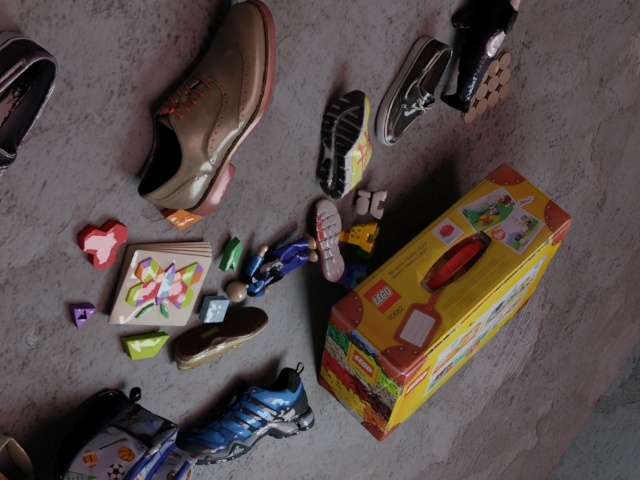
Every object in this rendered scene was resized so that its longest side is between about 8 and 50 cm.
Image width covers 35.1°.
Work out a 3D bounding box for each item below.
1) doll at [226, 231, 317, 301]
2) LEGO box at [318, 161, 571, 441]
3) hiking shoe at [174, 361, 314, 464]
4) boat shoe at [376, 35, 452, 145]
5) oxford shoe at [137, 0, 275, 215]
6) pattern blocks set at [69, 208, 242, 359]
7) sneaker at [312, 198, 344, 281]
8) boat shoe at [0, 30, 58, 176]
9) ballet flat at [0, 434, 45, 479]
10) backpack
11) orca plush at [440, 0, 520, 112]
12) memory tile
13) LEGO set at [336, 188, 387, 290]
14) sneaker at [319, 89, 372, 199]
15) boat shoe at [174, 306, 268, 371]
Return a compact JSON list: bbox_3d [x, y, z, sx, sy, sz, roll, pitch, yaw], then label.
[{"bbox_3d":[-0.093,0.051,1.846,0.189,0.046,0.129,-32,144,-22],"label":"doll"},{"bbox_3d":[0.246,0.133,2.085,0.500,0.193,0.372,-39,159,-24],"label":"LEGO box"},{"bbox_3d":[-0.158,0.338,1.960,0.304,0.113,0.132,-16,97,-35],"label":"hiking shoe"},{"bbox_3d":[0.176,-0.274,1.898,0.078,0.070,0.219,10,108,-51],"label":"boat shoe"},{"bbox_3d":[-0.171,-0.199,1.516,0.130,0.123,0.348,6,110,-45],"label":"oxford shoe"},{"bbox_3d":[-0.264,0.072,1.674,0.325,0.026,0.285,-12,125,-42],"label":"pattern blocks set"},{"bbox_3d":[0.000,0.000,1.912,0.061,0.065,0.157,-12,101,-38],"label":"sneaker"},{"bbox_3d":[-0.434,-0.120,1.282,0.301,0.102,0.108,-55,144,-4],"label":"boat shoe"},{"bbox_3d":[-0.515,0.345,1.537,0.124,0.116,0.342,-65,149,-25],"label":"ballet flat"},{"bbox_3d":[-0.341,0.422,1.651,0.263,0.213,0.276,-27,138,-67],"label":"backpack"},{"bbox_3d":[0.293,-0.399,1.960,0.151,0.102,0.287,-85,-161,-64],"label":"orca plush"},{"bbox_3d":[0.345,-0.320,2.108,0.148,0.012,0.113,-35,138,-27],"label":"memory tile"},{"bbox_3d":[0.057,0.007,1.967,0.087,0.093,0.227,-51,154,-68],"label":"LEGO set"},{"bbox_3d":[0.056,-0.181,1.832,0.094,0.081,0.208,-27,141,-45],"label":"sneaker"},{"bbox_3d":[-0.181,0.181,1.835,0.190,0.068,0.072,-21,143,-27],"label":"boat shoe"}]
